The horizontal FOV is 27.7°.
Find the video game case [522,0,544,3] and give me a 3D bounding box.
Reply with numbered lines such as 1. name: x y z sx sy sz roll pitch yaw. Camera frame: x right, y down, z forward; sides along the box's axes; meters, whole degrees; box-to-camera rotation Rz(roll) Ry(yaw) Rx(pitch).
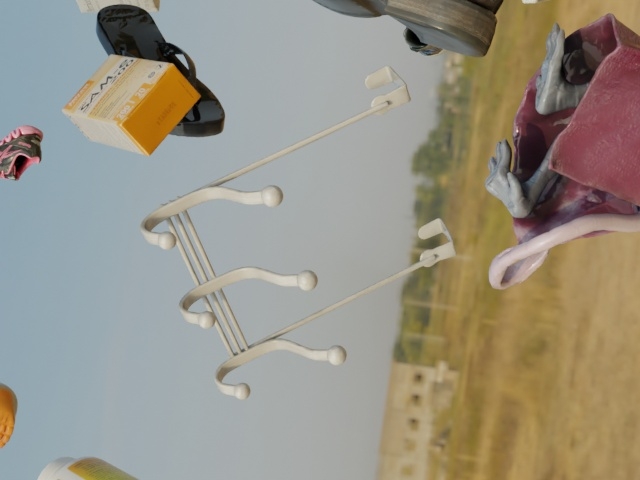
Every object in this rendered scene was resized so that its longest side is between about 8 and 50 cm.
1. video game case: 0.321 -0.450 1.805 0.206 0.026 0.226 -26 -64 -60

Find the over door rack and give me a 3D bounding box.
1. over door rack: 0.000 0.000 1.359 0.108 0.324 0.239 38 155 49

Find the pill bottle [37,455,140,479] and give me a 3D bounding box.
1. pill bottle: -0.292 0.365 1.752 0.117 0.215 0.117 -16 -67 -42

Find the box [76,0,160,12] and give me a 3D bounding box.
1. box: -0.295 -0.437 1.837 0.181 0.119 0.181 85 -175 -77

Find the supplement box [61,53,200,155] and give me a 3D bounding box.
1. supplement box: -0.142 -0.102 0.963 0.062 0.098 0.036 -52 -55 -16

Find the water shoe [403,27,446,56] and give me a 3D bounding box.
1. water shoe: 0.155 -0.315 1.925 0.072 0.080 0.203 66 168 4

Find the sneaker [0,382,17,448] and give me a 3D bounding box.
1. sneaker: -0.377 0.141 1.252 0.099 0.262 0.121 31 -121 -39

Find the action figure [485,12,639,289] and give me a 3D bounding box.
1. action figure: 0.367 -0.074 1.235 0.248 0.370 0.275 132 149 -64

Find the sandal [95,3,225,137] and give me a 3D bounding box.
1. sandal: -0.201 -0.212 1.565 0.254 0.097 0.054 50 142 31

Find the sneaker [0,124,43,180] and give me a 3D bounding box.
1. sneaker: -0.392 -0.094 1.607 0.047 0.119 0.057 33 -146 -57

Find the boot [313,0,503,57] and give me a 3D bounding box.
1. boot: 0.076 -0.277 0.980 0.229 0.263 0.091 -65 -21 1
